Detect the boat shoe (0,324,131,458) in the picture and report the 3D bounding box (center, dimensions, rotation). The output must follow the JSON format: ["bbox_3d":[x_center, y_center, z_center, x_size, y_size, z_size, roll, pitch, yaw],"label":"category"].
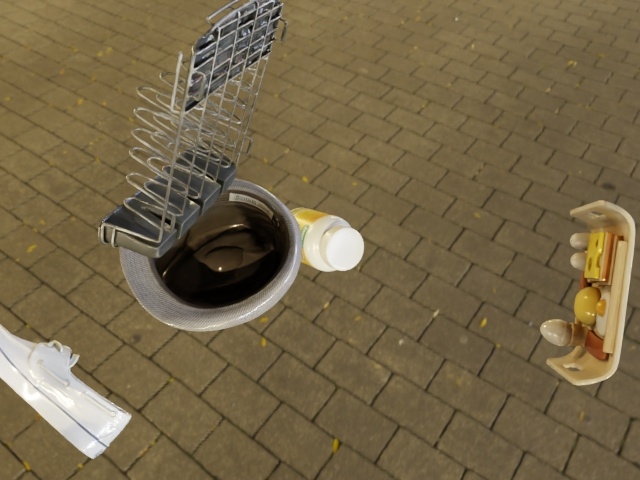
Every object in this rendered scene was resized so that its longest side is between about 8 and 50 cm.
[{"bbox_3d":[-0.374,0.183,0.785,0.084,0.095,0.258,-46,102,-22],"label":"boat shoe"}]

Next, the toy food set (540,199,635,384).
[{"bbox_3d":[0.464,0.089,1.019,0.092,0.220,0.306,8,89,11],"label":"toy food set"}]

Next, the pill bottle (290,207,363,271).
[{"bbox_3d":[0.000,0.000,1.197,0.118,0.117,0.208,-24,21,-22],"label":"pill bottle"}]

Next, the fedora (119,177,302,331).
[{"bbox_3d":[-0.168,0.029,0.901,0.275,0.124,0.243,-31,78,-22],"label":"fedora"}]

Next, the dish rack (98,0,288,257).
[{"bbox_3d":[-0.125,-0.123,0.584,0.074,0.271,0.208,27,40,2],"label":"dish rack"}]
